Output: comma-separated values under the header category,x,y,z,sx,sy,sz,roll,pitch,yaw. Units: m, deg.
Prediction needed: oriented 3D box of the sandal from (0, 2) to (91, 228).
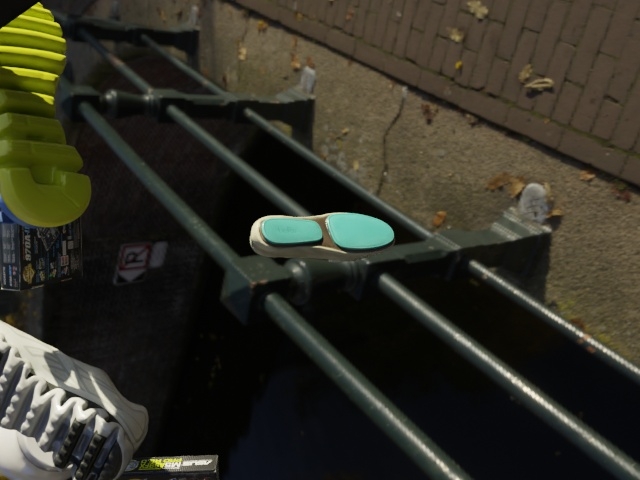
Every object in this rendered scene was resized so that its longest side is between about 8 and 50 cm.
category,x,y,z,sx,sy,sz,roll,pitch,yaw
sandal,-0.361,-0.146,0.785,0.138,0.126,0.318,-27,68,38

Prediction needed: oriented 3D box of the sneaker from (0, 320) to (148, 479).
category,x,y,z,sx,sy,sz,roll,pitch,yaw
sneaker,-0.342,0.180,0.851,0.292,0.118,0.110,37,110,2

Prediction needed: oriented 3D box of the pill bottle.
category,x,y,z,sx,sy,sz,roll,pitch,yaw
pill bottle,-0.537,0.365,1.276,0.333,0.187,0.188,-25,77,44

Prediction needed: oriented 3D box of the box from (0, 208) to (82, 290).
category,x,y,z,sx,sy,sz,roll,pitch,yaw
box,-0.551,-0.022,1.362,0.051,0.175,0.220,4,98,21

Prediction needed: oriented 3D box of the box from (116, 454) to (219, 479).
category,x,y,z,sx,sy,sz,roll,pitch,yaw
box,-0.320,0.591,1.456,0.060,0.216,0.270,-105,15,-75

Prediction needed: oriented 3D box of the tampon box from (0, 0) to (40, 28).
category,x,y,z,sx,sy,sz,roll,pitch,yaw
tampon box,-0.315,-0.288,0.655,0.101,0.161,0.120,31,159,46

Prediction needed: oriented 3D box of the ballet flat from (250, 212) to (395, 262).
category,x,y,z,sx,sy,sz,roll,pitch,yaw
ballet flat,0.000,0.000,1.133,0.086,0.248,0.086,-176,90,-68
